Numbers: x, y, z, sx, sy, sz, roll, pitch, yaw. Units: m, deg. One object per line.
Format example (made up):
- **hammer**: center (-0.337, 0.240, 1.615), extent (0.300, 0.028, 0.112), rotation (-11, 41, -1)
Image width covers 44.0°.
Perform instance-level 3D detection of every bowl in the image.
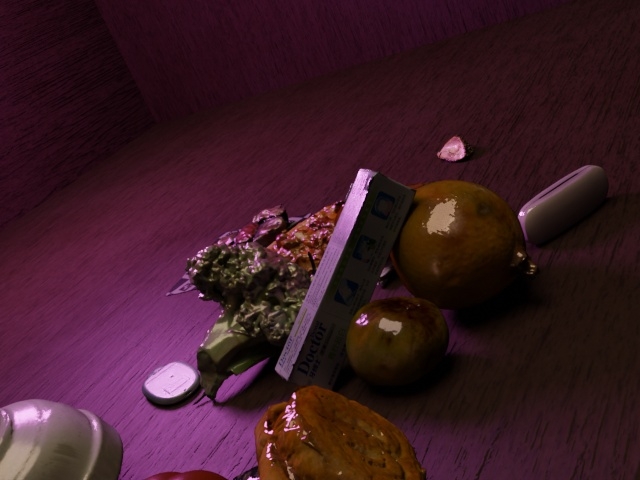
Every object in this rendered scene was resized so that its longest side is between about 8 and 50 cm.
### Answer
- **bowl**: center (-0.442, 0.347, 1.111), extent (0.307, 0.163, 0.307), rotation (-29, 30, 19)

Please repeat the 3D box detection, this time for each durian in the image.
- **durian**: center (0.324, -0.213, 1.877), extent (0.066, 0.052, 0.130), rotation (-65, 22, 2)

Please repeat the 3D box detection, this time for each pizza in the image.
- **pizza**: center (0.000, 0.000, 1.640), extent (0.335, 0.086, 0.226), rotation (-31, 21, -21)

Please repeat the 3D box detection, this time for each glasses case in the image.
- **glasses case**: center (0.417, -0.062, 1.356), extent (0.193, 0.074, 0.049), rotation (-32, 26, -18)

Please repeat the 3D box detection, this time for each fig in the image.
- **fig**: center (0.109, 0.141, 1.140), extent (0.152, 0.121, 0.136), rotation (-16, 18, 21)

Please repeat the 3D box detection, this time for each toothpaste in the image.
- **toothpaste**: center (0.036, 0.061, 1.196), extent (0.337, 0.081, 0.067), rotation (-67, 24, 0)

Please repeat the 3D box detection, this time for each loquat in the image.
- **loquat**: center (0.228, 0.010, 1.231), extent (0.246, 0.214, 0.213), rotation (18, 44, 37)

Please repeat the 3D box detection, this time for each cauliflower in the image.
- **cauliflower**: center (-0.125, 0.139, 1.337), extent (0.256, 0.239, 0.315), rotation (27, 68, 32)

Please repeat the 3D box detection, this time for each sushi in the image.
- **sushi**: center (-0.198, 0.005, 1.868), extent (0.292, 0.059, 0.294), rotation (-13, 25, 27)

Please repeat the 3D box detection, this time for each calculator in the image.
- **calculator**: center (-0.269, 0.252, 1.414), extent (0.095, 0.021, 0.153), rotation (-35, 27, -26)

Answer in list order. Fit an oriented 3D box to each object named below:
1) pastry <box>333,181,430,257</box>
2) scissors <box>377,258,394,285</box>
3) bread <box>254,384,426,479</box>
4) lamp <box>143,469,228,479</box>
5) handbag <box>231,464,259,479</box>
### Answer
- **pastry**: center (0.132, -0.041, 1.499), extent (0.218, 0.100, 0.229), rotation (-13, 15, 10)
- **scissors**: center (0.152, 0.024, 1.499), extent (0.101, 0.027, 0.204), rotation (-9, 25, 38)
- **bread**: center (0.023, 0.263, 0.862), extent (0.120, 0.198, 0.236), rotation (-57, 18, 14)
- **lamp**: center (-0.144, 0.351, 0.818), extent (0.223, 0.196, 0.223), rotation (-9, 62, 17)
- **handbag**: center (-0.103, 0.336, 0.980), extent (0.139, 0.072, 0.115), rotation (-21, 23, 20)
